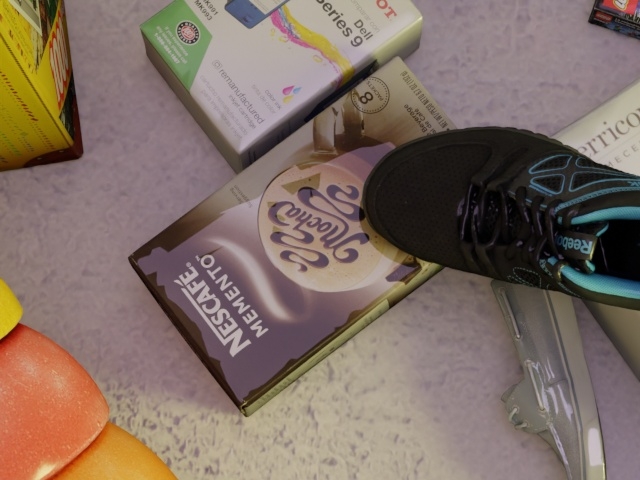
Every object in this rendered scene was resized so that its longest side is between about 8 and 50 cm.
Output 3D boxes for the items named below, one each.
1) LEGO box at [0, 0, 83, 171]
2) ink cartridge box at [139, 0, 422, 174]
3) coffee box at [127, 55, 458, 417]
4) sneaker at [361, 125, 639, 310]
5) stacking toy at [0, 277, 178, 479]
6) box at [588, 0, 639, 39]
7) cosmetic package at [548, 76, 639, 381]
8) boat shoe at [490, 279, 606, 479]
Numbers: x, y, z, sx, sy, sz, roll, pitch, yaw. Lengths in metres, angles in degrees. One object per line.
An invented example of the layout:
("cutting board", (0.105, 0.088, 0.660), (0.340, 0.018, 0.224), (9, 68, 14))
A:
("LEGO box", (-0.339, -0.284, 1.425), (0.193, 0.500, 0.373), (-9, 80, -1))
("ink cartridge box", (-0.034, -0.186, 1.612), (0.212, 0.093, 0.154), (-36, 80, -8))
("coffee box", (0.000, 0.000, 1.562), (0.297, 0.119, 0.168), (-38, 82, -7))
("sneaker", (0.185, -0.020, 1.403), (0.340, 0.139, 0.125), (9, 98, 21))
("stacking toy", (-0.310, 0.114, 1.363), (0.350, 0.350, 0.480), (-23, 100, -4))
("box", (0.363, -0.288, 1.656), (0.159, 0.044, 0.233), (19, 79, 3))
("cosmetic package", (0.388, 0.063, 1.530), (0.230, 0.161, 0.453), (-34, 80, -6))
("boat shoe", (0.199, 0.133, 1.564), (0.081, 0.079, 0.228), (-13, 74, 7))
